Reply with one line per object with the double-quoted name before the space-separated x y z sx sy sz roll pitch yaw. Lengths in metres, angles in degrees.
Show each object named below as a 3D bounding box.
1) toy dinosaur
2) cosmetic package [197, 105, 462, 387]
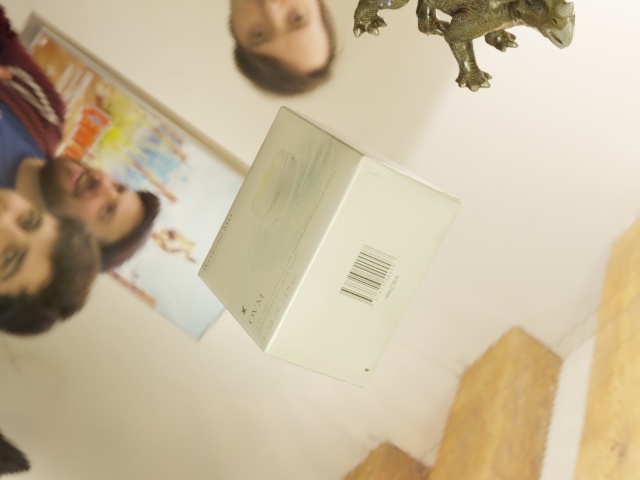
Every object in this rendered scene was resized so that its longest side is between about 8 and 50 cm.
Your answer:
"toy dinosaur" 0.102 -0.231 0.932 0.121 0.313 0.160 -38 147 -34
"cosmetic package" 0.000 0.000 1.200 0.224 0.138 0.224 -63 -151 7
